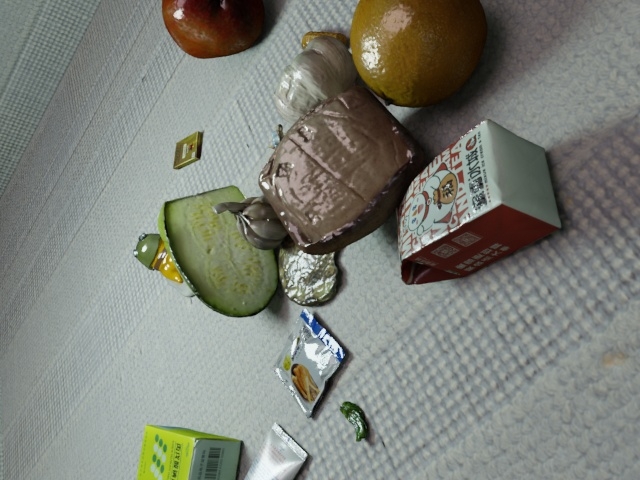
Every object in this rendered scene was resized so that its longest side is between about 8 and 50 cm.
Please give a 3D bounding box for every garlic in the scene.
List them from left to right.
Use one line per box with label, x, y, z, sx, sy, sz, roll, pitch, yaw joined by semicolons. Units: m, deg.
garlic;-0.152;-0.046;1.462;0.131;0.194;0.127;3;84;46
garlic;0.023;-0.317;1.421;0.212;0.218;0.218;38;110;13

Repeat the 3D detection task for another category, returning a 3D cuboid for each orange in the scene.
orange;0.177;-0.372;1.197;0.264;0.264;0.264;-20;63;45

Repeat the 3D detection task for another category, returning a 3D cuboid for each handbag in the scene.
handbag;0.236;-0.048;1.093;0.298;0.151;0.171;-36;46;47

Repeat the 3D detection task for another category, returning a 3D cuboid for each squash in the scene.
squash;-0.230;0.038;1.533;0.309;0.234;0.210;-133;34;-51

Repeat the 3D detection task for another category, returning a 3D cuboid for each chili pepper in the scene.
chili pepper;0.066;0.343;1.241;0.091;0.034;0.030;-124;27;-42

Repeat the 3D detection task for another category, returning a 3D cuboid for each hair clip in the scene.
hair clip;-0.087;-0.183;1.523;0.062;0.056;0.213;89;162;-61

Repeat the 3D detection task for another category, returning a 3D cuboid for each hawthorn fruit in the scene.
hawthorn fruit;-0.314;-0.652;1.828;0.311;0.295;0.294;2;79;47

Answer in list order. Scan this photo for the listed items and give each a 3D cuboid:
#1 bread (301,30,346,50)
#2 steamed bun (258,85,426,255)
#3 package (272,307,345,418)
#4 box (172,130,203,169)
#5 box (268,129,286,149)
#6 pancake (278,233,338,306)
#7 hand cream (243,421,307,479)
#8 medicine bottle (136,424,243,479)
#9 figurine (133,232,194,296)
bread;0.007;-0.481;1.576;0.157;0.044;0.052;25;100;51
steamed bun;0.046;-0.124;1.276;0.301;0.199;0.251;-42;77;6
package;-0.029;0.258;1.377;0.171;0.027;0.173;43;114;47
box;-0.414;-0.279;2.017;0.133;0.023;0.090;-15;67;46
box;-0.054;-0.219;1.561;0.207;0.041;0.049;32;104;50
pancake;0.000;0.000;1.432;0.286;0.033;0.288;-25;59;41
hand cream;-0.123;0.522;1.370;0.133;0.083;0.247;30;90;49
medicine bottle;-0.313;0.520;1.533;0.250;0.141;0.137;-8;69;48
figurine;-0.440;0.050;1.842;0.250;0.141;0.166;43;109;47
